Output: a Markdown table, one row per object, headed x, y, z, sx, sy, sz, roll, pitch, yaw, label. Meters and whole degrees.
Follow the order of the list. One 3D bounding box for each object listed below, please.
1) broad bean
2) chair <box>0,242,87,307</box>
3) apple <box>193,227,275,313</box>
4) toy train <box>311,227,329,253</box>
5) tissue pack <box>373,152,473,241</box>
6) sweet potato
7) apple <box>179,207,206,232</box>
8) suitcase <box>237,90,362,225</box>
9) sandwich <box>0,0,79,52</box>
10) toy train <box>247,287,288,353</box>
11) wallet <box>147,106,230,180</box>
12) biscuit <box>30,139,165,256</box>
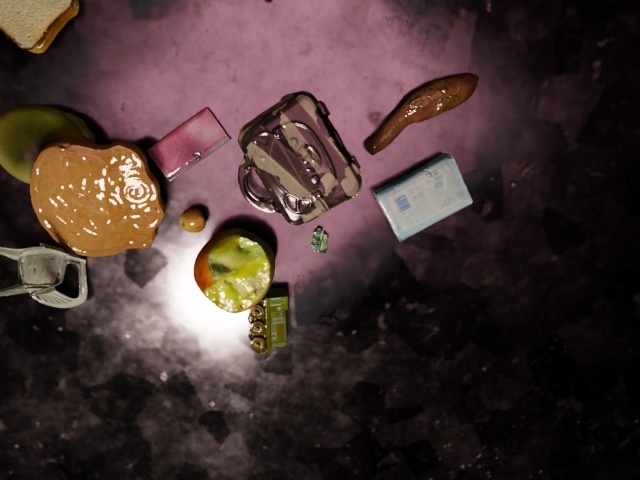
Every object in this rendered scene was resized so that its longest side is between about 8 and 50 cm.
| x | y | z | sx | sy | sz | roll | pitch | yaw | label |
| --- | --- | --- | --- | --- | --- | --- | --- | --- | --- |
| -0.807 | -0.276 | 1.431 | 0.290 | 0.119 | 0.238 | 4 | 108 | -4 | broad bean |
| -0.855 | 0.114 | 1.494 | 0.203 | 0.275 | 0.191 | -2 | 84 | 5 | chair |
| -0.256 | 0.083 | 1.488 | 0.246 | 0.246 | 0.226 | 37 | 98 | -11 | apple |
| 0.000 | 0.000 | 1.589 | 0.053 | 0.033 | 0.083 | 9 | 104 | -10 | toy train |
| 0.320 | -0.137 | 1.541 | 0.263 | 0.089 | 0.177 | -29 | 106 | 3 | tissue pack |
| 0.295 | -0.394 | 1.465 | 0.385 | 0.109 | 0.109 | -29 | 104 | 11 | sweet potato |
| -0.399 | -0.061 | 1.526 | 0.071 | 0.084 | 0.084 | -23 | 107 | -26 | apple |
| -0.083 | -0.226 | 1.446 | 0.339 | 0.194 | 0.352 | -29 | 103 | 12 | suitcase |
| -0.801 | -0.653 | 1.359 | 0.186 | 0.065 | 0.215 | 42 | 99 | -13 | sandwich |
| -0.172 | 0.269 | 1.625 | 0.137 | 0.090 | 0.226 | -4 | 110 | -12 | toy train |
| -0.403 | -0.294 | 1.495 | 0.232 | 0.025 | 0.119 | -34 | 103 | 5 | wallet |
| -0.656 | -0.111 | 1.447 | 0.364 | 0.062 | 0.385 | -4 | 127 | -6 | biscuit |
